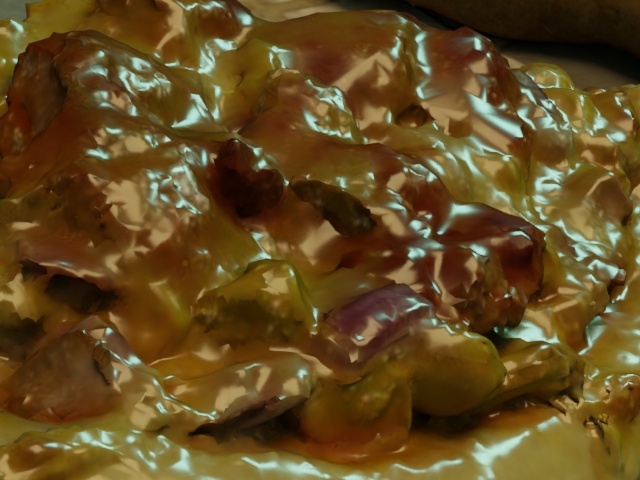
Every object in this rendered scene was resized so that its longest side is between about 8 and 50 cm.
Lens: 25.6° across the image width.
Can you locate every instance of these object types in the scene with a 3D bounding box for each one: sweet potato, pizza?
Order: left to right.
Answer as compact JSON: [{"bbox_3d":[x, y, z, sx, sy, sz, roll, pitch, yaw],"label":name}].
[{"bbox_3d":[0.000,0.000,0.479,0.409,0.114,0.278,-14,48,-42],"label":"pizza"},{"bbox_3d":[0.092,-0.141,0.751,0.281,0.059,0.067,16,25,6],"label":"sweet potato"}]
